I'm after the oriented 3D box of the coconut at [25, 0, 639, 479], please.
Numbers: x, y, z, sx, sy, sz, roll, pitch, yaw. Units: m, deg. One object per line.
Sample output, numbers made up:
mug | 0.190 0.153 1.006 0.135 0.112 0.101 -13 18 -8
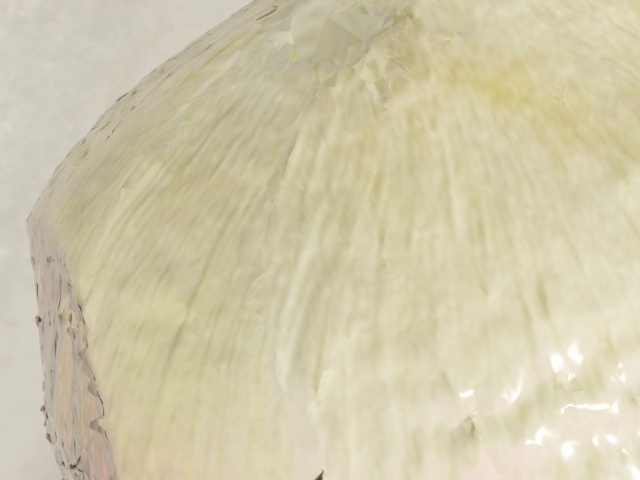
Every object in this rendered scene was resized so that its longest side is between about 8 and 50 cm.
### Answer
coconut | 0.068 0.030 0.524 0.404 0.404 0.405 -1 88 22
